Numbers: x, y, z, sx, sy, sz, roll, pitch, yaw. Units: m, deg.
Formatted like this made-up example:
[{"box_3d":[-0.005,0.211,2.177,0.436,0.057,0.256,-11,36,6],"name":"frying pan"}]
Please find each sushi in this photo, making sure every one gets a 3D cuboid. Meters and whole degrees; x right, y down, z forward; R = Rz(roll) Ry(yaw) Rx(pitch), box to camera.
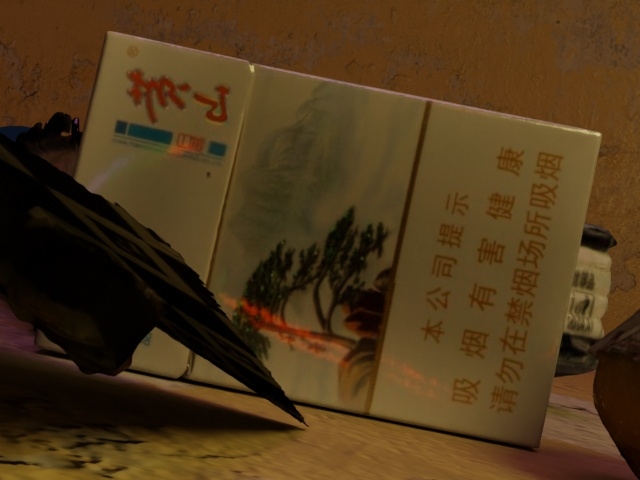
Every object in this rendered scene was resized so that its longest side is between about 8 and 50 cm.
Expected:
[{"box_3d":[-0.103,0.009,0.364,0.193,0.040,0.210,30,-14,21],"name":"sushi"}]

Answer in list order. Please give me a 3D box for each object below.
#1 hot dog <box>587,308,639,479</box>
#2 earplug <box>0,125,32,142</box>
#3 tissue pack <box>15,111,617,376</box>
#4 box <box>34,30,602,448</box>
[{"box_3d":[0.212,0.077,0.367,0.163,0.081,0.270,1,12,-29],"name":"hot dog"},{"box_3d":[-0.233,-0.025,0.928,0.133,0.132,0.273,12,3,-26],"name":"earplug"},{"box_3d":[-0.023,0.014,0.735,0.361,0.122,0.259,9,-3,-23],"name":"tissue pack"},{"box_3d":[-0.001,0.000,0.523,0.233,0.149,0.067,11,-3,-1],"name":"box"}]
